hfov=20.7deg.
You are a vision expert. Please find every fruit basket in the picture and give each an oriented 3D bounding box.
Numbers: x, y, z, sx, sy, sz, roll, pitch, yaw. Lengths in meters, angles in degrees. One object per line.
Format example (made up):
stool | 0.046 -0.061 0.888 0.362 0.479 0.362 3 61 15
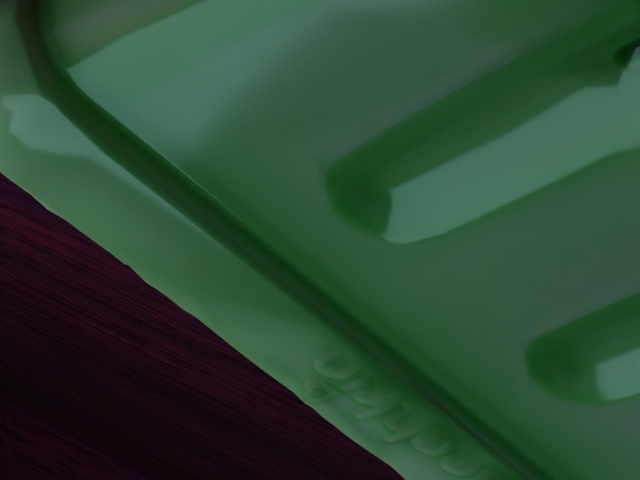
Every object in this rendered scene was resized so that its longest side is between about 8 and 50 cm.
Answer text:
fruit basket | 0.049 -0.043 0.596 0.392 0.283 0.392 16 148 10
